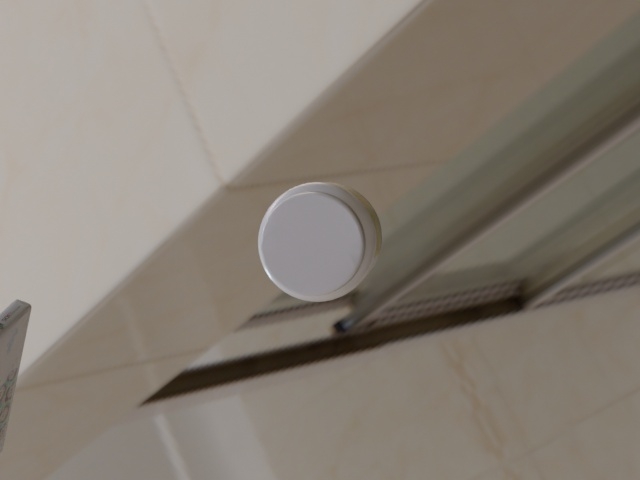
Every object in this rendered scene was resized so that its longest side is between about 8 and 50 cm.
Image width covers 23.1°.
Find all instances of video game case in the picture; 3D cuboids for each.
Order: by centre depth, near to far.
[{"bbox_3d":[-0.279,0.142,1.234,0.019,0.157,0.143,22,-150,9],"label":"video game case"}]

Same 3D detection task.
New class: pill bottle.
[{"bbox_3d":[0.000,0.000,1.578,0.119,0.119,0.208,53,-176,1],"label":"pill bottle"}]
